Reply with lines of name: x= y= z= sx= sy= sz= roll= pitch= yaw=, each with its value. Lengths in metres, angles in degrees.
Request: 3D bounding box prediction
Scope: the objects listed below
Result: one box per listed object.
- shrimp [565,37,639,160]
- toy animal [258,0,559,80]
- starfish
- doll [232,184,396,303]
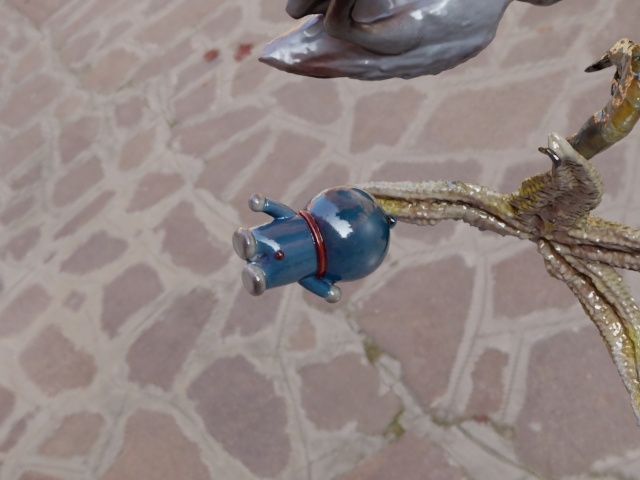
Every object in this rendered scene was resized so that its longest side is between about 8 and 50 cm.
shrimp: x=0.379 y=-0.184 z=1.421 sx=0.217 sy=0.051 sz=0.150 roll=127 pitch=151 yaw=-59
toy animal: x=0.089 y=-0.174 z=0.765 sx=0.195 sy=0.324 sz=0.090 roll=-29 pitch=73 yaw=49
starfish: x=0.245 y=0.016 z=1.111 sx=0.132 sy=0.398 sz=0.384 roll=-50 pitch=8 yaw=-19
doll: x=0.000 y=0.000 z=0.937 sx=0.151 sy=0.114 sz=0.085 roll=-18 pitch=7 yaw=-19
